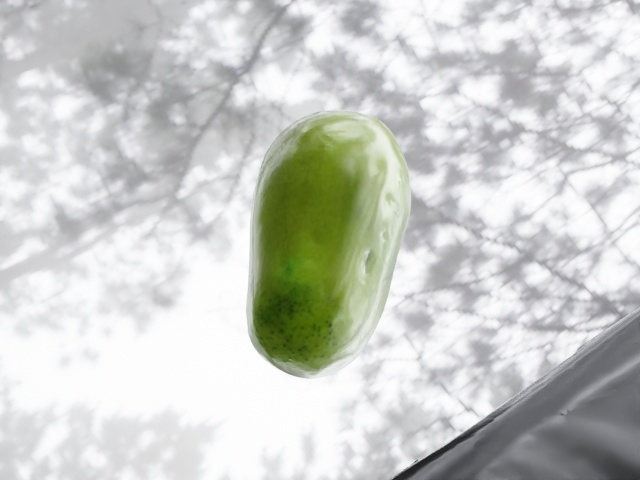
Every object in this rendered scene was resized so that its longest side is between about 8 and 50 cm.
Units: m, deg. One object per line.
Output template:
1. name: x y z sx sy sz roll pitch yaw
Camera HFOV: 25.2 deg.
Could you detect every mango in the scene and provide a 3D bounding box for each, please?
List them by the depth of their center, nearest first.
1. mango: 0.001 0.002 0.813 0.089 0.163 0.117 12 -22 9

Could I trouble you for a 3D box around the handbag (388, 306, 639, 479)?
1. handbag: 0.154 0.145 0.599 0.244 0.275 0.088 36 -34 45
